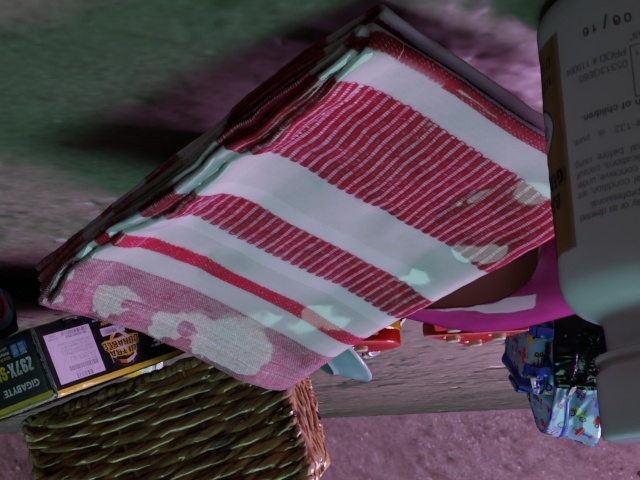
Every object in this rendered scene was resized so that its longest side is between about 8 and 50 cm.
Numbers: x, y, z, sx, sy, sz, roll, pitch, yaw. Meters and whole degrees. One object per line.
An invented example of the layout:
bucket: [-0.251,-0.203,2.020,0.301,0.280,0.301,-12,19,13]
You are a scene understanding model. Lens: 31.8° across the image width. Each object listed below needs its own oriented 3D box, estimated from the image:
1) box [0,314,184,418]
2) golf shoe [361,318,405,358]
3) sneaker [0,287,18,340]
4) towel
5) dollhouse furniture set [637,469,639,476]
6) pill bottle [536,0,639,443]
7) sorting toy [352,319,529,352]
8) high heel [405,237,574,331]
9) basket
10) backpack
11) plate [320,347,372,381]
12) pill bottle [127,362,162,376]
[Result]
box: [-0.318,0.147,1.218,0.322,0.079,0.257,-22,178,30]
golf shoe: [0.032,0.093,1.379,0.086,0.069,0.176,-40,149,30]
sneaker: [-0.374,0.064,1.116,0.125,0.104,0.262,-14,174,-1]
towel: [0.000,0.000,0.731,0.237,0.037,0.329,26,136,-36]
dollhouse furniture set: [0.479,0.222,1.580,0.135,0.262,0.259,-9,-155,-16]
pill bottle: [0.185,-0.015,0.576,0.131,0.229,0.131,-2,166,-1]
sorting toy: [0.100,0.059,1.153,0.257,0.090,0.255,-4,166,5]
high heel: [0.070,0.002,0.827,0.377,0.127,0.181,-3,172,4]
basket: [-0.145,0.240,1.266,0.299,0.214,0.223,-20,176,2]
backpack: [0.276,0.148,1.301,0.116,0.173,0.158,0,-162,-3]
plate: [-0.027,0.082,1.103,0.188,0.024,0.188,41,168,11]
pill bottle: [-0.272,0.152,1.508,0.116,0.065,0.065,2,166,-14]
